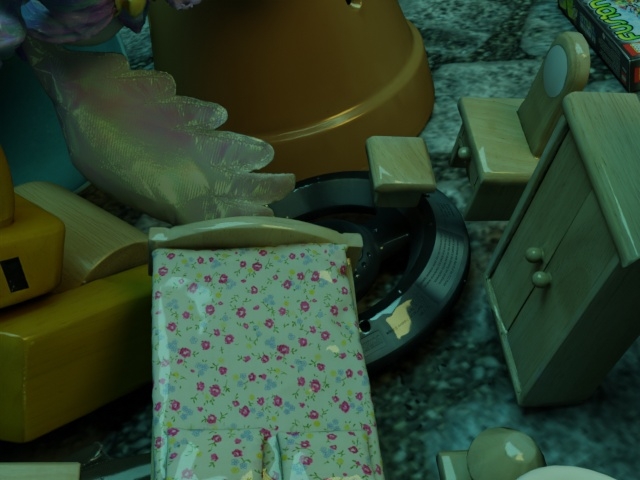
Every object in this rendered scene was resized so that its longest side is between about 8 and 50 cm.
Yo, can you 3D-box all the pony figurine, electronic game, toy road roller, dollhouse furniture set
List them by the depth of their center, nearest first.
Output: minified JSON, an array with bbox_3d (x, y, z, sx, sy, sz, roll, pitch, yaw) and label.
[{"bbox_3d":[0.000,0.000,0.502,0.355,0.174,0.303,0,52,-11],"label":"dollhouse furniture set"},{"bbox_3d":[-0.242,-0.006,0.560,0.202,0.241,0.329,26,27,31],"label":"toy road roller"},{"bbox_3d":[-0.177,-0.179,0.608,0.350,0.303,0.363,18,6,9],"label":"pony figurine"},{"bbox_3d":[0.002,0.022,0.677,0.229,0.048,0.229,-13,39,11],"label":"electronic game"}]

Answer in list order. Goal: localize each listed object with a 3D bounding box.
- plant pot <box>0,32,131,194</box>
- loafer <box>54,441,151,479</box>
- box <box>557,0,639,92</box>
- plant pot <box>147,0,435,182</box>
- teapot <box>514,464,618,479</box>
[{"bbox_3d":[-0.356,-0.134,0.840,0.195,0.290,0.290,-25,21,50],"label":"plant pot"},{"bbox_3d":[-0.148,0.170,0.532,0.219,0.080,0.078,-6,34,-4],"label":"loafer"},{"bbox_3d":[0.328,-0.226,0.886,0.114,0.036,0.207,-14,38,2],"label":"box"},{"bbox_3d":[-0.046,-0.207,0.850,0.290,0.204,0.291,-10,38,8],"label":"plant pot"},{"bbox_3d":[0.218,0.160,0.301,0.252,0.256,0.187,-27,26,5],"label":"teapot"}]
